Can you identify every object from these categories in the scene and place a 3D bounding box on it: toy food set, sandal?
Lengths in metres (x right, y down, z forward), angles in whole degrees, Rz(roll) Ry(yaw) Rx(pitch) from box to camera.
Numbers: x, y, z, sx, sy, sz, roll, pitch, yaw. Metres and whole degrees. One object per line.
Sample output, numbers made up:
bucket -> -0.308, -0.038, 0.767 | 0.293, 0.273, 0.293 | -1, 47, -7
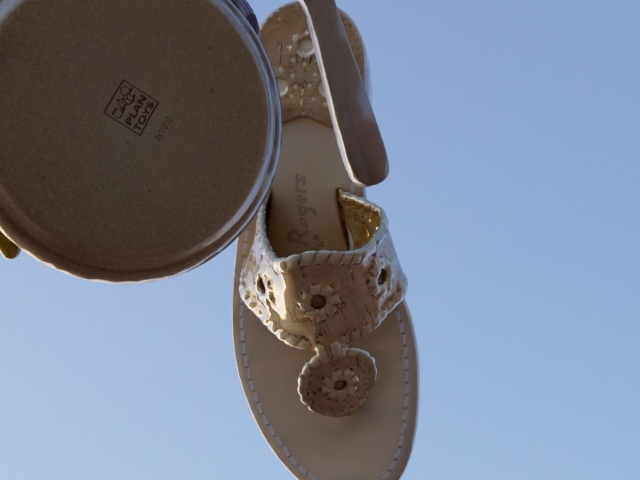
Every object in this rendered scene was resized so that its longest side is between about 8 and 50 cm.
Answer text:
toy food set -> -0.075, -0.049, 0.523 | 0.192, 0.038, 0.132 | -16, -89, -24
sandal -> -0.007, 0.001, 0.653 | 0.088, 0.240, 0.079 | -5, -9, 8
